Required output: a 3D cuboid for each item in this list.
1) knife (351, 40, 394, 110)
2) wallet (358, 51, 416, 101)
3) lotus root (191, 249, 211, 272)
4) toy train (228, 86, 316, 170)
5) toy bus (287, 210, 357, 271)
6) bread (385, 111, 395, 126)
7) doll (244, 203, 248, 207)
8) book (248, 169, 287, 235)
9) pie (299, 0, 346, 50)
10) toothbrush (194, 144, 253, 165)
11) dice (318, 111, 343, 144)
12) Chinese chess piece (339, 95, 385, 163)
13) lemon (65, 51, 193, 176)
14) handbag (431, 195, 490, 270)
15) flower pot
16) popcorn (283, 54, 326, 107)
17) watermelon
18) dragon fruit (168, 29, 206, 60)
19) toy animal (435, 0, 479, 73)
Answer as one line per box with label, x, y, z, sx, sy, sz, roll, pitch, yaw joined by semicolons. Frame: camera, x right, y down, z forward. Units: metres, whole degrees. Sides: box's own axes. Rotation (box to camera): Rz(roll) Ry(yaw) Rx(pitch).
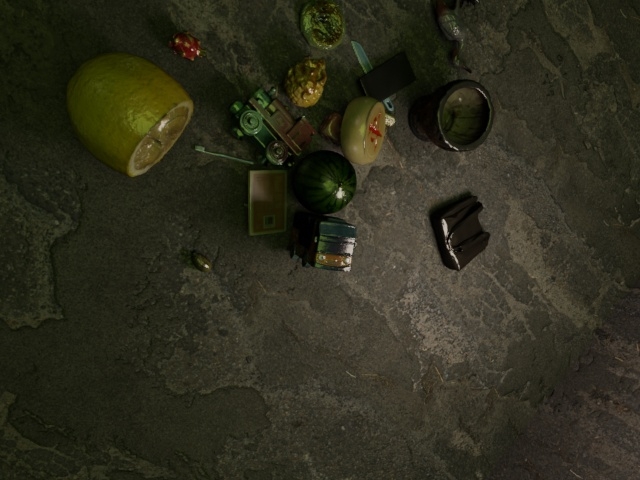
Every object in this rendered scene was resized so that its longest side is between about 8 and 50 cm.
knife;0.205;-0.641;1.823;0.044;0.019;0.313;-36;109;-8
wallet;0.263;-0.632;1.825;0.244;0.025;0.124;-36;109;-18
lotus root;-0.447;0.078;1.723;0.049;0.054;0.099;-48;116;-27
toy train;-0.178;-0.408;1.673;0.304;0.150;0.222;46;74;-21
toy bus;0.000;0.000;1.726;0.161;0.323;0.194;8;97;-21
bread;0.260;-0.490;1.866;0.087;0.034;0.049;15;111;-19
doll;-0.239;-0.125;1.763;0.114;0.039;0.057;17;125;-32
book;-0.198;-0.145;1.756;0.170;0.018;0.242;-8;105;-40
pie;0.011;-0.792;1.701;0.186;0.041;0.187;-4;104;-18
toothbrush;-0.349;-0.309;1.693;0.219;0.016;0.019;13;89;-21
dice;0.056;-0.426;1.773;0.094;0.091;0.093;33;89;-24
Chinese chess piece;0.163;-0.410;1.744;0.251;0.097;0.251;-43;140;-51
lemon;-0.599;-0.401;1.418;0.363;0.364;0.365;-5;104;-19
handbag;0.637;-0.036;2.072;0.256;0.113;0.286;-29;110;-19
flower pot;0.496;-0.485;1.829;0.266;0.267;0.267;-5;105;-18
popcorn;-0.049;-0.570;1.666;0.180;0.180;0.170;-37;147;-9
watermelon;0.015;-0.216;1.724;0.242;0.242;0.243;-5;104;-19
dragon fruit;-0.440;-0.644;1.549;0.116;0.081;0.086;31;80;-23
toy animal;0.542;-0.845;1.858;0.195;0.090;0.325;-4;101;-19
